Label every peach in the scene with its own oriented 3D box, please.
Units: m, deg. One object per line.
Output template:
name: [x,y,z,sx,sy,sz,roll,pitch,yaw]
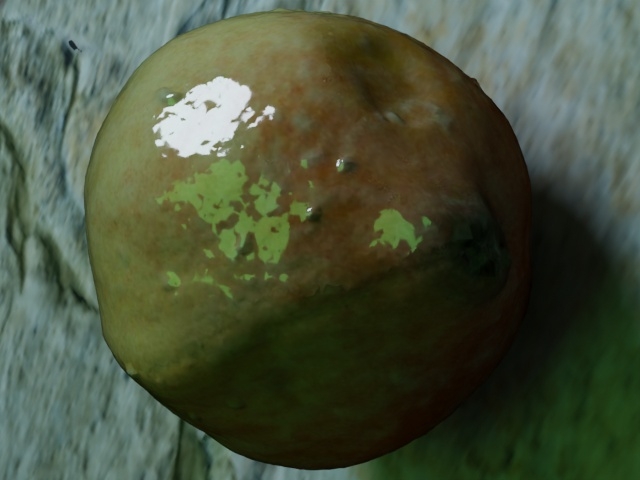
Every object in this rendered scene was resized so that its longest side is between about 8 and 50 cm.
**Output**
peach: [0.000,0.000,0.857,0.232,0.232,0.233,-4,84,51]
